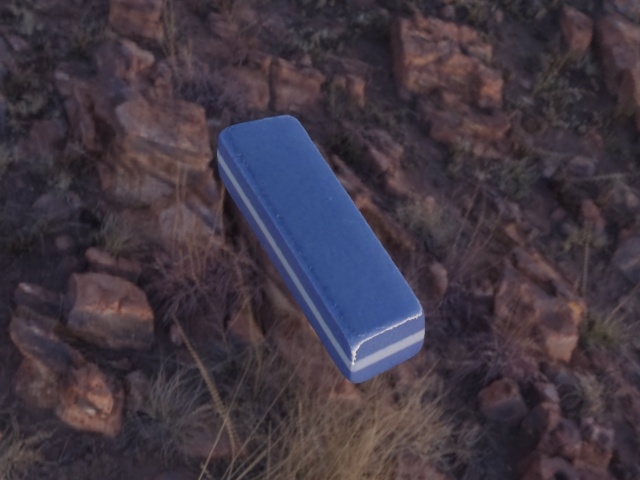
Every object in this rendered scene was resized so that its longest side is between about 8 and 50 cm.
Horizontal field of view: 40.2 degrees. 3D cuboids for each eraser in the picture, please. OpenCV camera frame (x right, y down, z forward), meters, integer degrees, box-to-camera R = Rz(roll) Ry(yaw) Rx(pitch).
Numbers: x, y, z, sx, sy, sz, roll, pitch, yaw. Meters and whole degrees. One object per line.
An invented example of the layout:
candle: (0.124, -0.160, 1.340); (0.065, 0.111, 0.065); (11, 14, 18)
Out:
eraser: (0.000, 0.000, 0.690); (0.082, 0.036, 0.225); (-21, 69, -36)
